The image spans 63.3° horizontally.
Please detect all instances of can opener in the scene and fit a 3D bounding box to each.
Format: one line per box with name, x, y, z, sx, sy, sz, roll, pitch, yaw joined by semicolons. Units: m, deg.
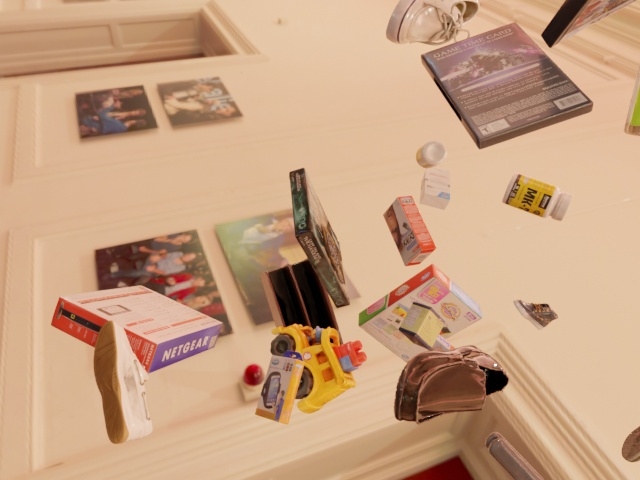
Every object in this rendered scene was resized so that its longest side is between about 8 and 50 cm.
can opener;0.486;0.591;1.229;0.283;0.095;0.076;46;5;4

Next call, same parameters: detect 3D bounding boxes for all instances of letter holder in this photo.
letter holder;-0.056;0.214;1.574;0.214;0.152;0.301;147;-74;-74

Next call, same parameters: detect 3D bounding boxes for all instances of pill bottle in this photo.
pill bottle;0.194;-0.151;0.920;0.083;0.044;0.043;-95;173;-87
pill bottle;0.760;-0.150;1.824;0.209;0.119;0.119;23;-44;19

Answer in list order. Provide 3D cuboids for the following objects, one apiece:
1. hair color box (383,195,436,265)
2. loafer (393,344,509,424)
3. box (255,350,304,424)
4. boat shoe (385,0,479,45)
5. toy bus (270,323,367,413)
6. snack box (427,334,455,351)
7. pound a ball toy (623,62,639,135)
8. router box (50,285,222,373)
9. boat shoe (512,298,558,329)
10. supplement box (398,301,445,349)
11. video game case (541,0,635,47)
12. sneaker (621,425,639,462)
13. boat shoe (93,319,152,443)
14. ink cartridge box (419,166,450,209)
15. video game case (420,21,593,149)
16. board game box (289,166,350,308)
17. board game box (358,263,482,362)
hair color box;0.237;-0.026;1.399;0.093;0.054;0.167;-56;-133;52
loafer;0.180;0.188;0.687;0.078;0.220;0.080;14;-74;44
box;-0.078;0.281;1.015;0.081;0.028;0.136;-7;-117;49
boat shoe;0.316;-0.567;1.339;0.157;0.367;0.135;34;-47;19
toy bus;0.004;0.289;1.301;0.220;0.212;0.149;65;11;26
snack box;0.309;0.280;1.454;0.064;0.178;0.022;-29;-151;44
pound a ball toy;0.886;-0.369;1.274;0.208;0.136;0.318;13;-89;29
router box;-0.477;0.225;1.400;0.082;0.301;0.335;-70;164;5
boat shoe;0.749;0.239;1.810;0.083;0.183;0.065;-41;-147;23
supplement box;0.251;0.210;1.283;0.056;0.083;0.083;15;-22;48
video game case;0.506;-0.435;0.805;0.035;0.248;0.275;61;-2;8
sneaker;1.006;0.599;1.537;0.118;0.222;0.083;48;-4;-2
boat shoe;-0.438;0.313;1.169;0.098;0.096;0.276;-36;-120;30
ink cartridge box;0.453;-0.211;2.047;0.060;0.104;0.180;105;0;-46
video game case;0.321;-0.288;0.936;0.026;0.196;0.274;69;3;-50
board game box;0.000;0.000;0.768;0.186;0.026;0.126;63;14;-47
board game box;0.319;0.244;1.686;0.317;0.242;0.064;-38;-156;27
